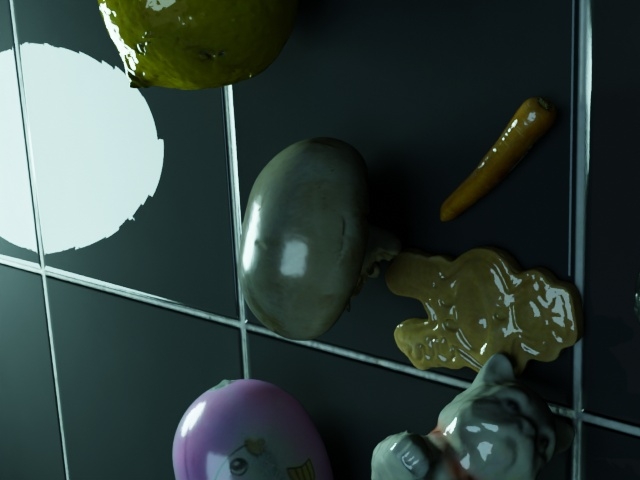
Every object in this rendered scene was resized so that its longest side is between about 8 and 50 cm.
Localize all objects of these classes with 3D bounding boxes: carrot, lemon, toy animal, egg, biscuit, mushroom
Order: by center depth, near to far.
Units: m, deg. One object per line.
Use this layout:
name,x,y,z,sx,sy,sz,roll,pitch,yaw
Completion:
carrot,0.172,-0.073,0.972,0.037,0.037,0.190,54,133,18
toy animal,0.194,0.283,0.997,0.308,0.188,0.266,41,148,4
biscuit,0.168,0.077,1.024,0.236,0.040,0.144,-1,106,46
mushroom,0.000,0.000,1.059,0.178,0.226,0.226,12,115,0
lemon,-0.137,-0.295,1.072,0.228,0.228,0.253,13,110,41
egg,-0.076,0.307,1.213,0.196,0.196,0.271,-16,109,45

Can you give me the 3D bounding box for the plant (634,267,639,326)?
plant,0.349,0.108,0.765,0.142,0.164,0.256,-25,104,33
